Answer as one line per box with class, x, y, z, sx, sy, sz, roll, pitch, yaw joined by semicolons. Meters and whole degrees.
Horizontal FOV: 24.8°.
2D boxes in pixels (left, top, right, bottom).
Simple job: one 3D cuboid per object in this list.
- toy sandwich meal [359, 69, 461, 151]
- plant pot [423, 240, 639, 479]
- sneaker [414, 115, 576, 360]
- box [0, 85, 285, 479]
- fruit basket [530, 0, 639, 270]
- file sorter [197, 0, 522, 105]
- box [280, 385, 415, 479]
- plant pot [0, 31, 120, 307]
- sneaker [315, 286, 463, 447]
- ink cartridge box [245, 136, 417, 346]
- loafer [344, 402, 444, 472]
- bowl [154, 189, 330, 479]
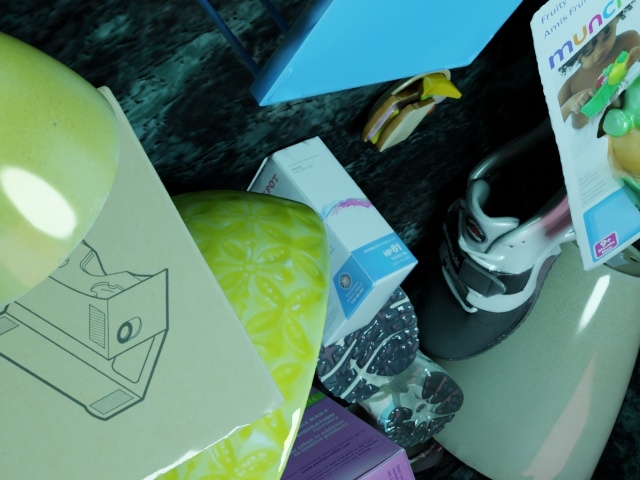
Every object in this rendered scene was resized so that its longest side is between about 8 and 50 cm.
toy sandwich meal;0.068;-0.096;1.080;0.085;0.029;0.085;-32;162;-12
plant pot;0.274;0.119;1.741;0.256;0.256;0.274;-11;133;-54
sneaker;0.162;-0.010;1.367;0.146;0.122;0.330;-3;138;-46
box;-0.133;0.036;0.760;0.164;0.201;0.021;-28;177;-27
fruit basket;0.311;-0.157;1.129;0.327;0.165;0.353;-42;151;-11
file sorter;0.029;-0.154;0.726;0.170;0.104;0.118;-16;155;-46
box;0.003;0.272;1.431;0.117;0.243;0.214;-30;117;-21
plant pot;-0.168;-0.046;0.632;0.134;0.134;0.095;-37;137;2
sneaker;0.032;0.096;1.394;0.110;0.122;0.283;-40;140;-8
ink cartridge box;0.000;0.000;1.050;0.052;0.122;0.088;-27;161;-39
loafer;0.089;0.234;1.870;0.130;0.134;0.366;-65;166;12
bowl;-0.126;0.084;0.917;0.156;0.289;0.289;22;134;-17
